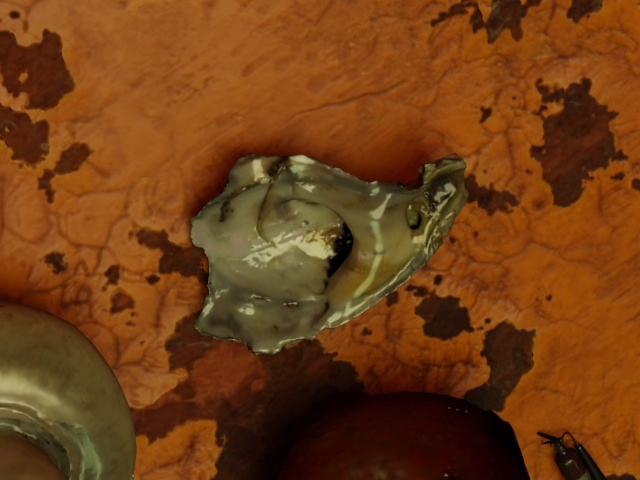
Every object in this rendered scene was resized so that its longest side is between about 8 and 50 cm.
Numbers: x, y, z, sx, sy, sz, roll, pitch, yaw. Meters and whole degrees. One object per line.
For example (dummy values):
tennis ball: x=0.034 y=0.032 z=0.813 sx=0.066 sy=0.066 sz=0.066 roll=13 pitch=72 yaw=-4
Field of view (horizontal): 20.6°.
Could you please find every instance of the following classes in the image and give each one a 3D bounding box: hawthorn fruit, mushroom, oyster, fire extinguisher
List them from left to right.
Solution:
mushroom: x=-0.309 y=0.223 z=1.758 sx=0.356 sy=0.315 sz=0.315 roll=21 pitch=101 yaw=12
oyster: x=-0.002 y=-0.004 z=1.862 sx=0.271 sy=0.100 sz=0.275 roll=17 pitch=114 yaw=-20
hawthorn fruit: x=0.093 y=0.300 z=1.895 sx=0.316 sy=0.316 sz=0.316 roll=-5 pitch=108 yaw=-16
fire extinguisher: x=0.316 y=0.286 z=2.091 sx=0.049 sy=0.035 sz=0.173 roll=-32 pitch=117 yaw=-2
